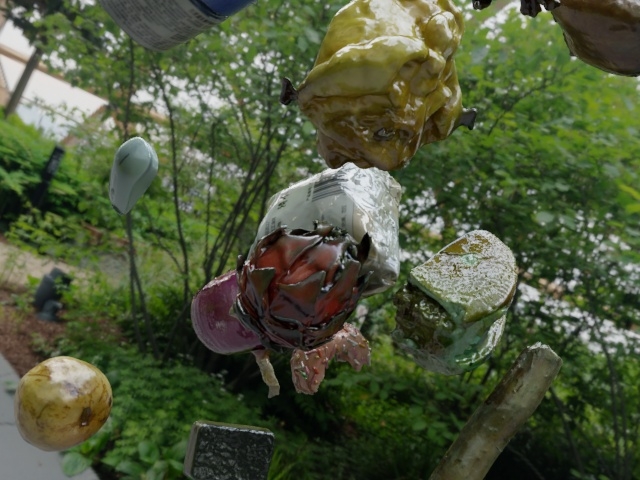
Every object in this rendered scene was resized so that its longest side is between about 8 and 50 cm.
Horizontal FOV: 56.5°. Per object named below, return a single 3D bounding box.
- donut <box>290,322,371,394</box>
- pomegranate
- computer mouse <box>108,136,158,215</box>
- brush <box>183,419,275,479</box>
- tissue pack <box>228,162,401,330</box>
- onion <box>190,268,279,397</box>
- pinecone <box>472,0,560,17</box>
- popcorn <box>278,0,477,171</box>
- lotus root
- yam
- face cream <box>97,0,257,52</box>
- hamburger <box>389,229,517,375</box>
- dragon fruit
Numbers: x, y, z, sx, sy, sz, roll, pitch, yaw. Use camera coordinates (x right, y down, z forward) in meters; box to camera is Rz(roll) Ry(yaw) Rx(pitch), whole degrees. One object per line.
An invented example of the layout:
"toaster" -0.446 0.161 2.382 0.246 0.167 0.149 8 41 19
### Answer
"donut" 0.017 0.205 1.094 0.065 0.166 0.117 19 -45 56
"pomegranate" -0.605 0.377 1.385 0.215 0.216 0.215 24 -1 1
"computer mouse" -0.512 -0.173 1.574 0.079 0.231 0.128 4 46 -49
"brush" -0.202 0.483 1.350 0.197 0.123 0.059 16 -11 -26
"tissue pack" 0.000 0.000 1.298 0.389 0.376 0.195 -17 -52 27
"onion" -0.164 0.205 1.626 0.358 0.358 0.345 26 27 -57
"pinecone" 0.380 -0.614 1.177 0.384 0.385 0.384 24 -1 1
"popcorn" 0.101 -0.220 0.887 0.280 0.316 0.297 18 -40 1
"lotus root" 0.752 -0.523 1.387 0.316 0.316 0.250 25 25 -31
"yam" 0.267 0.298 0.935 0.071 0.317 0.067 36 -4 22
"face cream" -0.230 -0.452 0.934 0.224 0.249 0.249 -22 -19 18
"hamburger" 0.268 0.126 1.120 0.192 0.287 0.168 45 -28 30
"dragon fruit" -0.028 0.061 0.807 0.182 0.189 0.182 9 15 -2
